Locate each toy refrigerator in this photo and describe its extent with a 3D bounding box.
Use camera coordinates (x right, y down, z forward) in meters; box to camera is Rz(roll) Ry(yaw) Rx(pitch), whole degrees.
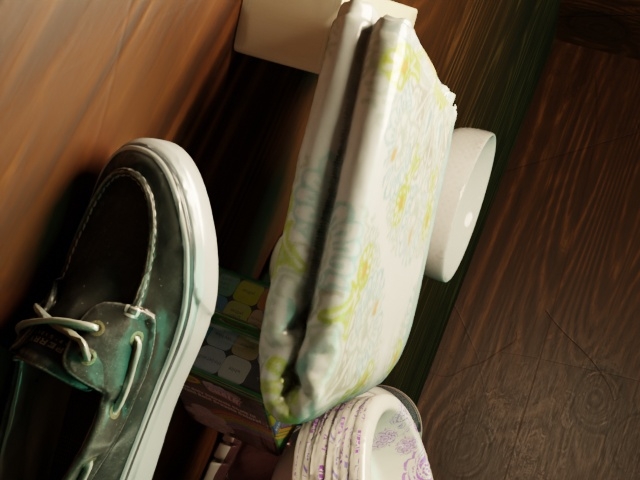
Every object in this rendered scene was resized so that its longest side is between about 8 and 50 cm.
[{"bbox_3d":[0.017,-0.236,0.878,0.269,0.102,0.094,-27,134,-66],"label":"toy refrigerator"}]

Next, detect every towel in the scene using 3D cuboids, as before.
[{"bbox_3d":[0.045,-0.018,0.822,0.320,0.090,0.374,15,87,-71],"label":"towel"}]

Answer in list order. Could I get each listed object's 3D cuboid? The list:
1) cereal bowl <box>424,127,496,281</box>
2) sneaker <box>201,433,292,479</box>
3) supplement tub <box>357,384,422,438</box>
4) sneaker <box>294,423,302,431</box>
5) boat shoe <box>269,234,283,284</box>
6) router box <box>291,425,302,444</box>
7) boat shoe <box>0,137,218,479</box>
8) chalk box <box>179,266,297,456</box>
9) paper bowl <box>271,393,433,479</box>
[{"bbox_3d":[0.257,-0.088,1.728,0.339,0.141,0.339,19,90,-74],"label":"cereal bowl"},{"bbox_3d":[-0.048,0.268,1.114,0.106,0.163,0.281,15,94,-73],"label":"sneaker"},{"bbox_3d":[0.105,0.400,1.694,0.272,0.191,0.191,37,73,-73],"label":"supplement tub"},{"bbox_3d":[-0.012,0.281,1.371,0.221,0.083,0.087,-60,171,0],"label":"sneaker"},{"bbox_3d":[-0.001,-0.001,1.115,0.081,0.079,0.227,81,29,-50],"label":"boat shoe"},{"bbox_3d":[0.068,0.427,1.203,0.081,0.309,0.243,-37,156,14],"label":"router box"},{"bbox_3d":[-0.168,0.086,0.607,0.119,0.121,0.335,2,101,-61],"label":"boat shoe"},{"bbox_3d":[-0.083,0.125,0.904,0.213,0.132,0.132,86,28,-55],"label":"chalk box"},{"bbox_3d":[0.039,0.334,0.966,0.284,0.148,0.284,-13,90,-69],"label":"paper bowl"}]
